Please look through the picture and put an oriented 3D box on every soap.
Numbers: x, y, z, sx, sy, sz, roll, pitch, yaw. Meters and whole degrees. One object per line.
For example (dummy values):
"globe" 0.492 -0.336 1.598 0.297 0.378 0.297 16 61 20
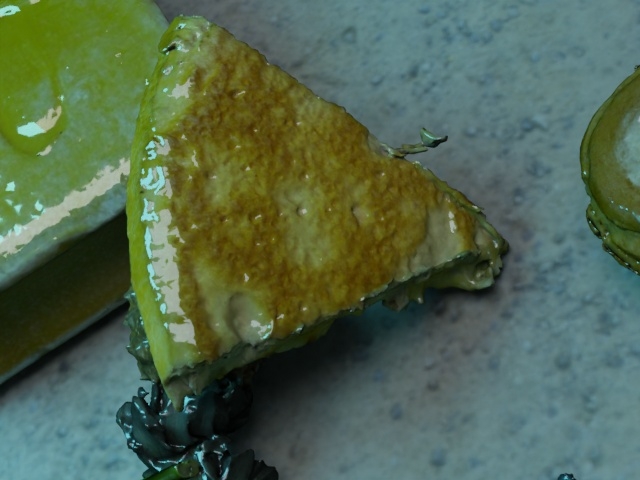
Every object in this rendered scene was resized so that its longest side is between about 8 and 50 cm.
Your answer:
"soap" -0.244 -0.068 1.182 0.335 0.156 0.293 -31 56 -2

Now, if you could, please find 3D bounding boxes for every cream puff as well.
"cream puff" 0.257 -0.046 1.005 0.165 0.115 0.150 -48 50 1

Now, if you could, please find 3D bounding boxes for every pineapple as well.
"pineapple" -0.084 0.121 1.043 0.119 0.111 0.237 -16 62 31

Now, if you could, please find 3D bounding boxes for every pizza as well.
"pizza" 0.000 0.000 1.036 0.287 0.075 0.280 14 66 -19

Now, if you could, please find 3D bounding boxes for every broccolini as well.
"broccolini" -0.148 0.196 1.003 0.218 0.044 0.042 -30 39 42

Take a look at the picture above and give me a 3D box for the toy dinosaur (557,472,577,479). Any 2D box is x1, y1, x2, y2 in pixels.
"toy dinosaur" 0.213 0.191 0.924 0.154 0.049 0.055 29 77 25
